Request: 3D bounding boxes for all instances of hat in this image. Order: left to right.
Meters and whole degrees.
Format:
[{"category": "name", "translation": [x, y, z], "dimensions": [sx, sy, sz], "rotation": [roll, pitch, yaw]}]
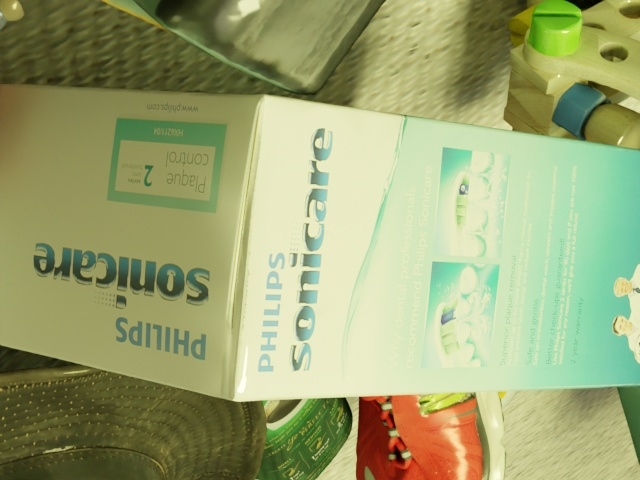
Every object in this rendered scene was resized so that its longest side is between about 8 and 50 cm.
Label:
[{"category": "hat", "translation": [-0.157, 0.199, 0.860], "dimensions": [0.331, 0.134, 0.331], "rotation": [-16, 147, -11]}]

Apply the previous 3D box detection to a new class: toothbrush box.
[{"category": "toothbrush box", "translation": [0.000, 0.000, 0.781], "dimensions": [0.295, 0.216, 0.126], "rotation": [2, 94, -44]}]

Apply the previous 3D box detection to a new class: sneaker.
[{"category": "sneaker", "translation": [0.047, 0.085, 1.013], "dimensions": [0.118, 0.107, 0.279], "rotation": [-1, 92, -54]}]

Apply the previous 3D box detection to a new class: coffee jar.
[{"category": "coffee jar", "translation": [-0.043, 0.084, 0.995], "dimensions": [0.096, 0.079, 0.184], "rotation": [-47, 148, -19]}]

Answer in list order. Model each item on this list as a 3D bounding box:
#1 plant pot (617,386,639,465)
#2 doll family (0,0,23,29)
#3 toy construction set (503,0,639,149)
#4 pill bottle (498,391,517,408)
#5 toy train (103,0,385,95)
[{"category": "plant pot", "translation": [0.349, 0.054, 1.225], "dimensions": [0.293, 0.293, 0.235], "rotation": [-40, 130, -10]}, {"category": "doll family", "translation": [-0.188, -0.106, 0.617], "dimensions": [0.193, 0.076, 0.111], "rotation": [52, 58, -30]}, {"category": "toy construction set", "translation": [0.244, -0.108, 0.984], "dimensions": [0.328, 0.215, 0.151], "rotation": [-19, 139, -34]}, {"category": "pill bottle", "translation": [0.107, 0.054, 1.107], "dimensions": [0.103, 0.103, 0.184], "rotation": [6, 121, -50]}, {"category": "toy train", "translation": [0.003, -0.218, 0.631], "dimensions": [0.334, 0.190, 0.142], "rotation": [-53, 146, 11]}]
